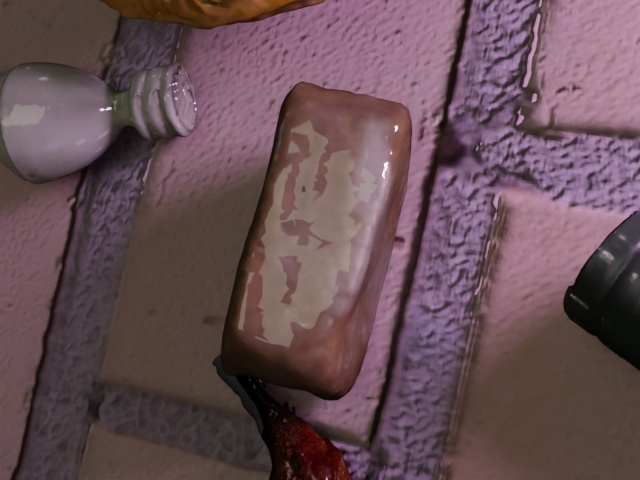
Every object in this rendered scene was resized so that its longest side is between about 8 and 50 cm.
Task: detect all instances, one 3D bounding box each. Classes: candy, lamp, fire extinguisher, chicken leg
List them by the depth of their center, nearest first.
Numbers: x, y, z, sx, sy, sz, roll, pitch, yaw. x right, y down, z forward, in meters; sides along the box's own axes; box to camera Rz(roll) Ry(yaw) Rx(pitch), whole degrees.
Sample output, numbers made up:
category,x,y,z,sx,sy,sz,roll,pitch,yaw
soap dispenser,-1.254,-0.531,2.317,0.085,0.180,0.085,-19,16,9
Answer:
category,x,y,z,sx,sy,sz,roll,pitch,yaw
fire extinguisher,0.304,0.098,0.875,0.095,0.114,0.311,-33,59,-30
candy,0.000,0.000,1.046,0.104,0.102,0.234,14,82,10
chicken leg,-0.026,0.191,1.069,0.106,0.051,0.253,-21,69,29
lamp,-0.201,-0.107,1.190,0.193,0.106,0.106,-5,79,17

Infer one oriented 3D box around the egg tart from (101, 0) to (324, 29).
category,x,y,z,sx,sy,sz,roll,pitch,yaw
egg tart,-0.042,-0.371,1.102,0.443,0.178,0.443,-6,77,25
